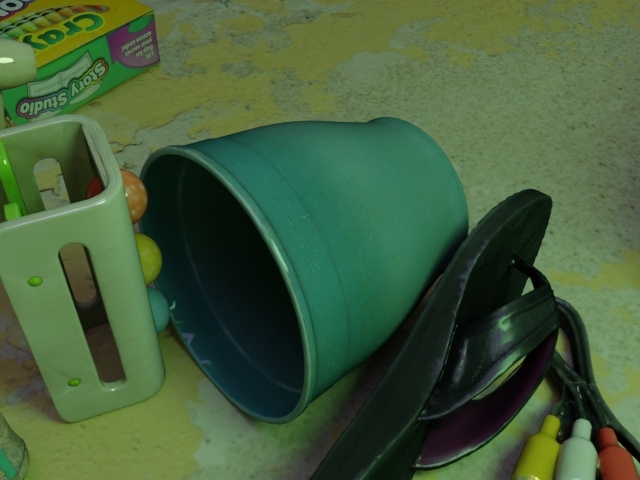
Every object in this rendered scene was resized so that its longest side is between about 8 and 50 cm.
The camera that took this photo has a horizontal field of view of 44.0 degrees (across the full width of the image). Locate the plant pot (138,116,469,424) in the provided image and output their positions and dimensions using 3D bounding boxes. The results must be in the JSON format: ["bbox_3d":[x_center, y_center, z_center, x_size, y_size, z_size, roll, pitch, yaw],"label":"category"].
[{"bbox_3d":[0.000,0.000,0.785,0.255,0.272,0.271,-25,51,-32],"label":"plant pot"}]

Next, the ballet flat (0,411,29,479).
[{"bbox_3d":[-0.412,0.148,0.727,0.316,0.106,0.107,13,47,12],"label":"ballet flat"}]

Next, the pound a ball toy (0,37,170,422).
[{"bbox_3d":[-0.229,-0.012,0.739,0.135,0.319,0.208,-17,48,-17],"label":"pound a ball toy"}]

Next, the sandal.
[{"bbox_3d":[0.130,0.137,0.716,0.107,0.167,0.446,22,59,27],"label":"sandal"}]

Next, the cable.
[{"bbox_3d":[0.255,0.154,0.757,0.139,0.072,0.287,6,46,10],"label":"cable"}]

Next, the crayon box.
[{"bbox_3d":[-0.474,-0.281,1.143,0.313,0.106,0.363,31,53,26],"label":"crayon box"}]

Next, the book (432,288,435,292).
[{"bbox_3d":[0.158,0.045,0.846,0.035,0.096,0.144,29,52,24],"label":"book"}]
